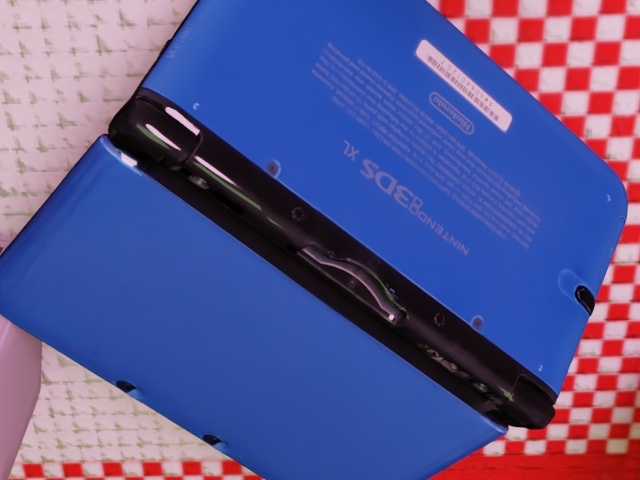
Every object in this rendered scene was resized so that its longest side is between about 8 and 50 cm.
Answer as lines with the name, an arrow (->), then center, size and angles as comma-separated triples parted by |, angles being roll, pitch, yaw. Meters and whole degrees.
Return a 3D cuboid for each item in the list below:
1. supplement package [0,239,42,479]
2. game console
supplement package -> -0.312, 0.075, 0.584 | 0.244, 0.134, 0.139 | 9, 124, -6
game console -> 0.000, 0.000, 0.559 | 0.293, 0.250, 0.173 | 37, 156, -19
